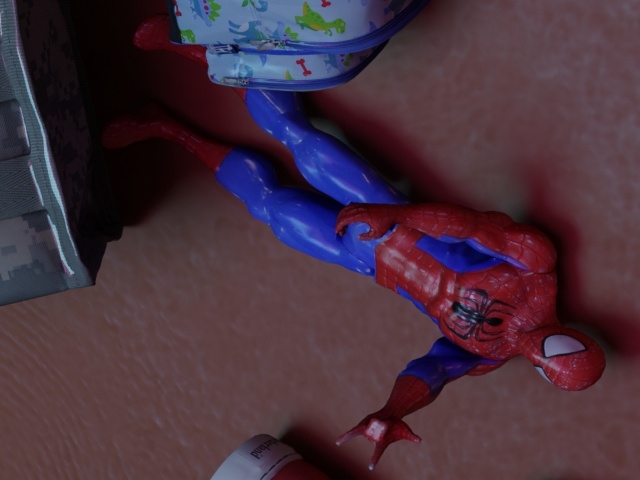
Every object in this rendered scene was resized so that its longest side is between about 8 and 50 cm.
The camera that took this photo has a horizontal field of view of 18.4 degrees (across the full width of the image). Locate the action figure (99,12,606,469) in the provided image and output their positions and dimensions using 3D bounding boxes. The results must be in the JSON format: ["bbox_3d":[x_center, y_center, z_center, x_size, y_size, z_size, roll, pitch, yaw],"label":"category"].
[{"bbox_3d":[0.000,0.000,0.921,0.280,0.139,0.091,32,120,19],"label":"action figure"}]

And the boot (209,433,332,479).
[{"bbox_3d":[-0.015,0.245,1.030,0.176,0.088,0.244,34,117,17],"label":"boot"}]

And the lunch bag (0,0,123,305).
[{"bbox_3d":[-0.243,-0.101,0.973,0.235,0.169,0.287,-12,101,3],"label":"lunch bag"}]

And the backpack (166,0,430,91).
[{"bbox_3d":[-0.005,-0.121,0.907,0.114,0.105,0.084,6,129,31],"label":"backpack"}]
